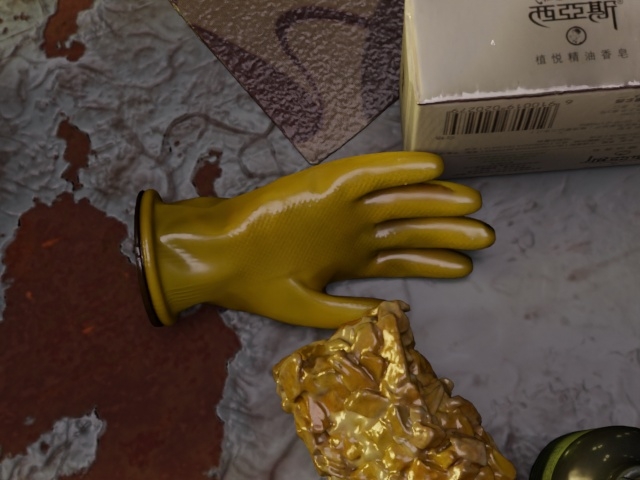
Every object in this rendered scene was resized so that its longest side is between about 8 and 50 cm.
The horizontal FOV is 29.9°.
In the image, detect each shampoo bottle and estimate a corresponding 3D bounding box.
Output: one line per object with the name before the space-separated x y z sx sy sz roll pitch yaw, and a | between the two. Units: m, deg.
shampoo bottle | 0.216 0.188 0.885 0.101 0.284 0.101 -1 79 4

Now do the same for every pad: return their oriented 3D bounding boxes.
pad | -0.028 -0.257 1.121 0.220 0.004 0.330 -40 80 -4

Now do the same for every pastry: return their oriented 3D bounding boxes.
pastry | 0.067 0.181 0.963 0.154 0.102 0.250 -35 81 20

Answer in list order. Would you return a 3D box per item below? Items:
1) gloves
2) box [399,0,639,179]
gloves | 0.000 -0.001 1.012 0.294 0.133 0.116 -6 50 3
box | 0.196 -0.132 0.986 0.260 0.194 0.111 -6 75 0
